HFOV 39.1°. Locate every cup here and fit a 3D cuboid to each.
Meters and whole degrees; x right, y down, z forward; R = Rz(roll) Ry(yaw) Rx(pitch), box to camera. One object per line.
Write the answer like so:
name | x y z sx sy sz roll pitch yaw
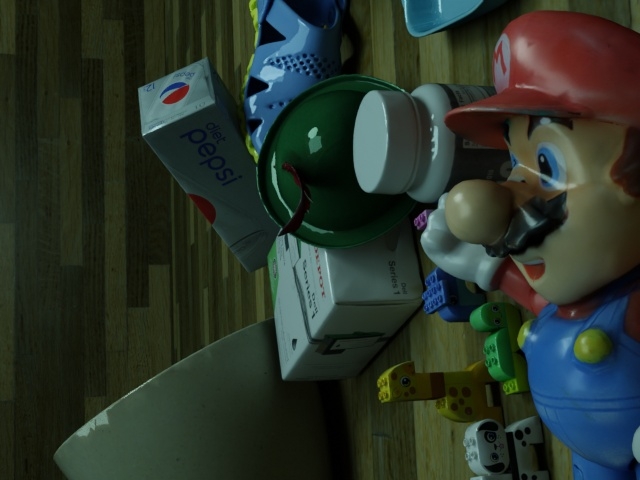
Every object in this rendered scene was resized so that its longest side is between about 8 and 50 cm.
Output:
cup | -0.116 0.277 1.088 0.237 0.331 0.331 58 156 11

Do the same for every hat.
hat | -0.007 -0.096 0.761 0.208 0.183 0.173 38 90 32

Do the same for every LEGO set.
LEGO set | 0.094 0.081 0.672 0.087 0.093 0.227 130 137 -66

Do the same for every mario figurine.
mario figurine | 0.117 0.048 0.444 0.198 0.170 0.320 -9 89 39

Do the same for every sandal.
sandal | -0.023 -0.212 1.030 0.138 0.126 0.317 145 122 -65

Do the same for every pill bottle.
pill bottle | 0.095 -0.062 0.586 0.078 0.137 0.078 180 90 -74

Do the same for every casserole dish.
casserole dish | 0.112 -0.224 0.708 0.188 0.037 0.114 -173 84 -73

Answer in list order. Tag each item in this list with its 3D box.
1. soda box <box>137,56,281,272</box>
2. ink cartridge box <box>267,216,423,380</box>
soda box | -0.114 -0.084 1.125 0.286 0.098 0.091 58 -167 -47
ink cartridge box | 0.017 0.035 0.934 0.219 0.092 0.160 118 147 -59
